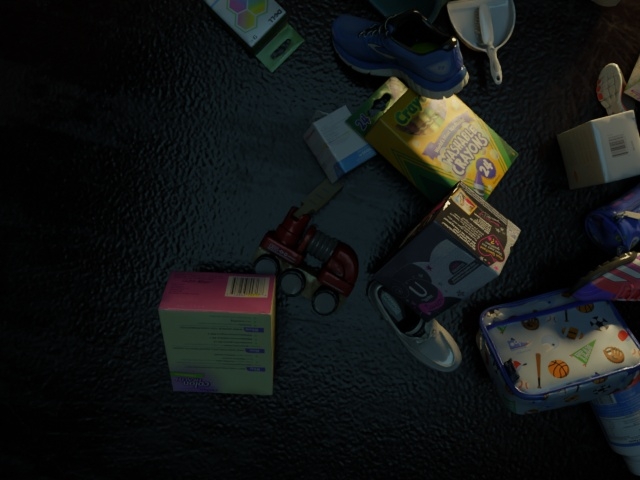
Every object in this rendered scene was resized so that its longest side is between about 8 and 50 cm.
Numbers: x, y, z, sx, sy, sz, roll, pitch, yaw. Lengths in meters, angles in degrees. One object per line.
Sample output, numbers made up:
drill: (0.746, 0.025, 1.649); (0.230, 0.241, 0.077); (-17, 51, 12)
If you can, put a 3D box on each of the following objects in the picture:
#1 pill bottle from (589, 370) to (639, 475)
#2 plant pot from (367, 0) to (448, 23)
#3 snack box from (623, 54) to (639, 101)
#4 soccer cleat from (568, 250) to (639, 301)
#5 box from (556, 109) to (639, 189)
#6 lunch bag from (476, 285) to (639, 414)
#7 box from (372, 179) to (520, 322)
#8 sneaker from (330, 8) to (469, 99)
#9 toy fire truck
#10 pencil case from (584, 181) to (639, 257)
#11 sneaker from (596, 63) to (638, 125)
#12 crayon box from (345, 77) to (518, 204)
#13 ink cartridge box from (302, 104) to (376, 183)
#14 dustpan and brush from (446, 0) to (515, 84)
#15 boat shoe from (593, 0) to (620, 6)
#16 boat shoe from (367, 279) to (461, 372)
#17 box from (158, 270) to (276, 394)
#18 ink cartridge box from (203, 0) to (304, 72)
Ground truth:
pill bottle: (0.668, 0.385, 1.246); (0.124, 0.124, 0.222); (-25, 92, 0)
plant pot: (0.243, -0.664, 1.142); (0.334, 0.341, 0.341); (-39, 91, -7)
snack box: (0.778, -0.367, 1.239); (0.174, 0.070, 0.207); (31, 72, 0)
soccer cleat: (0.669, 0.081, 1.188); (0.318, 0.109, 0.117); (-16, 69, -13)
box: (0.589, -0.186, 1.214); (0.090, 0.170, 0.130); (-14, 91, 1)
lunch bag: (0.483, 0.219, 1.206); (0.303, 0.115, 0.243); (-12, 50, -2)
box: (0.246, 0.032, 1.156); (0.163, 0.247, 0.142); (40, 54, 0)
sneaker: (0.154, -0.413, 1.170); (0.330, 0.147, 0.130); (30, 66, 31)
toy fire truck: (0.000, 0.000, 1.237); (0.217, 0.158, 0.246); (30, 101, 0)
pencil case: (0.724, -0.085, 1.238); (0.306, 0.133, 0.119); (-33, 64, -1)
sneaker: (0.666, -0.315, 1.280); (0.064, 0.061, 0.158); (-13, 92, -27)
crayon box: (0.238, -0.215, 1.211); (0.323, 0.083, 0.203); (42, 60, 0)
ink cartridge box: (0.035, -0.213, 1.236); (0.089, 0.092, 0.143); (-32, 91, -20)
dustpan and brush: (0.367, -0.441, 1.263); (0.147, 0.060, 0.211); (-9, 91, -1)
boat shoe: (0.562, -0.617, 1.256); (0.258, 0.095, 0.084); (32, 86, -11)
boat shoe: (0.210, 0.188, 1.256); (0.096, 0.088, 0.267); (-39, 91, 0)
box: (-0.200, 0.192, 1.180); (0.213, 0.117, 0.243); (2, 127, 0)
ink cartridge box: (-0.145, -0.484, 1.256); (0.109, 0.062, 0.209); (-45, 91, -1)
